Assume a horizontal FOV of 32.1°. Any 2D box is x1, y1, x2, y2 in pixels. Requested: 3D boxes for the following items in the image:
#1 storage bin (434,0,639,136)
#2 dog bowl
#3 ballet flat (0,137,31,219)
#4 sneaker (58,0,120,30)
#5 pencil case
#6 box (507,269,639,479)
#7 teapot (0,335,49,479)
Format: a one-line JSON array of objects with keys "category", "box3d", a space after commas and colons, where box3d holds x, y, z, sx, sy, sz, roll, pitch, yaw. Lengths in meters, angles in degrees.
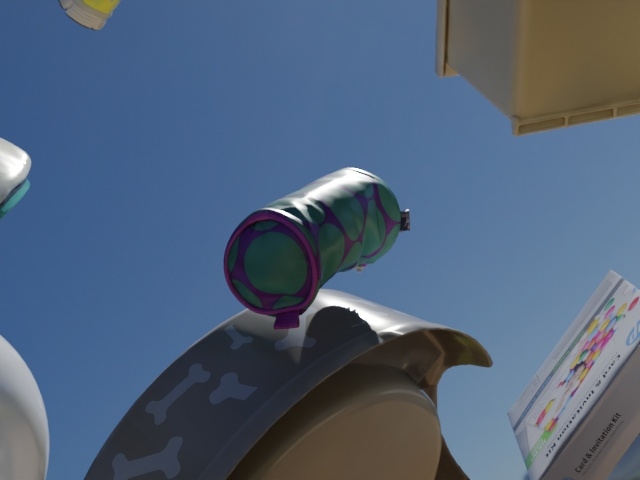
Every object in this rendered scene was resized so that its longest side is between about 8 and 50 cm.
[{"category": "storage bin", "box3d": [0.221, -0.229, 0.740, 0.260, 0.123, 0.262, -11, -57, -13]}, {"category": "dog bowl", "box3d": [-0.026, 0.188, 0.758, 0.349, 0.102, 0.348, -31, -42, -33]}, {"category": "ballet flat", "box3d": [-0.285, -0.009, 0.692, 0.139, 0.139, 0.400, -36, 20, 18]}, {"category": "sneaker", "box3d": [-0.256, -0.343, 1.251, 0.094, 0.208, 0.081, -34, -24, 33]}, {"category": "pencil case", "box3d": [0.000, 0.000, 0.683, 0.065, 0.070, 0.152, -7, 10, 26]}, {"category": "box", "box3d": [0.196, 0.101, 0.792, 0.145, 0.038, 0.186, -56, 1, 8]}, {"category": "teapot", "box3d": [-0.334, 0.158, 0.813, 0.256, 0.252, 0.187, -2, -10, 10]}]
